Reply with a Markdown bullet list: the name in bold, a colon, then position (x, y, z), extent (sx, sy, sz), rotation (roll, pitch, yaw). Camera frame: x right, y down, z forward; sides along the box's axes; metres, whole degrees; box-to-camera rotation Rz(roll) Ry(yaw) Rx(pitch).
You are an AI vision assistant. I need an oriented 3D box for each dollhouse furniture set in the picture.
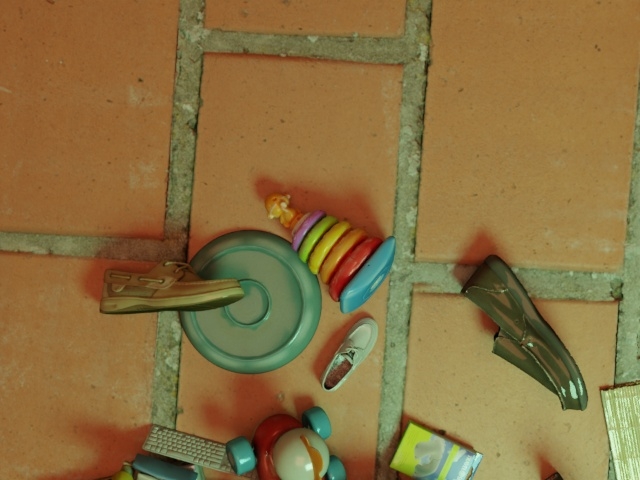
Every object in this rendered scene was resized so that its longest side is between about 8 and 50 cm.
- **dollhouse furniture set**: position (-0.322, 0.637, 1.645), extent (0.303, 0.198, 0.286), rotation (22, 103, -6)

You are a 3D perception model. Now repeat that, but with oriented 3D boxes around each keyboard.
- **keyboard**: position (-0.252, 0.458, 1.750), extent (0.256, 0.072, 0.014), rotation (14, 118, 3)

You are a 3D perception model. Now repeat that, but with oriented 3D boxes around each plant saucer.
- **plant saucer**: position (-0.156, 0.135, 1.755), extent (0.317, 0.044, 0.318), rotation (0, 90, 3)

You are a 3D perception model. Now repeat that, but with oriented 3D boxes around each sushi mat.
- **sushi mat**: position (0.699, 0.458, 1.727), extent (0.151, 0.019, 0.316), rotation (-10, 90, 4)

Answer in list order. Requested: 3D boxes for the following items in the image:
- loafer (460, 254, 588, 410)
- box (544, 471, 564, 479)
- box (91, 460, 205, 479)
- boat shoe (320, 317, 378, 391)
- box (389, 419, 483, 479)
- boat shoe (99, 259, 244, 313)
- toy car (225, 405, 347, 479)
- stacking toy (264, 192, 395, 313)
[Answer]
- **loafer**: position (0.420, 0.209, 1.693), extent (0.130, 0.134, 0.366), rotation (-34, 79, 7)
- **box**: position (0.531, 0.575, 1.628), extent (0.044, 0.233, 0.159), rotation (-34, 89, 4)
- **box**: position (-0.415, 0.542, 1.760), extent (0.324, 0.063, 0.067), rotation (-12, 92, 3)
- **boat shoe**: position (0.059, 0.246, 1.733), extent (0.066, 0.063, 0.184), rotation (41, 93, 2)
- **box**: position (0.250, 0.473, 1.737), extent (0.178, 0.042, 0.109), rotation (25, 92, 3)
- **boat shoe**: position (-0.318, 0.092, 1.691), extent (0.341, 0.121, 0.110), rotation (-5, 80, 21)
- **toy car**: position (-0.042, 0.454, 1.618), extent (0.219, 0.238, 0.210), rotation (-16, 86, -22)
- **stacking toy**: position (0.000, 0.000, 1.704), extent (0.302, 0.166, 0.175), rotation (37, 77, 13)
